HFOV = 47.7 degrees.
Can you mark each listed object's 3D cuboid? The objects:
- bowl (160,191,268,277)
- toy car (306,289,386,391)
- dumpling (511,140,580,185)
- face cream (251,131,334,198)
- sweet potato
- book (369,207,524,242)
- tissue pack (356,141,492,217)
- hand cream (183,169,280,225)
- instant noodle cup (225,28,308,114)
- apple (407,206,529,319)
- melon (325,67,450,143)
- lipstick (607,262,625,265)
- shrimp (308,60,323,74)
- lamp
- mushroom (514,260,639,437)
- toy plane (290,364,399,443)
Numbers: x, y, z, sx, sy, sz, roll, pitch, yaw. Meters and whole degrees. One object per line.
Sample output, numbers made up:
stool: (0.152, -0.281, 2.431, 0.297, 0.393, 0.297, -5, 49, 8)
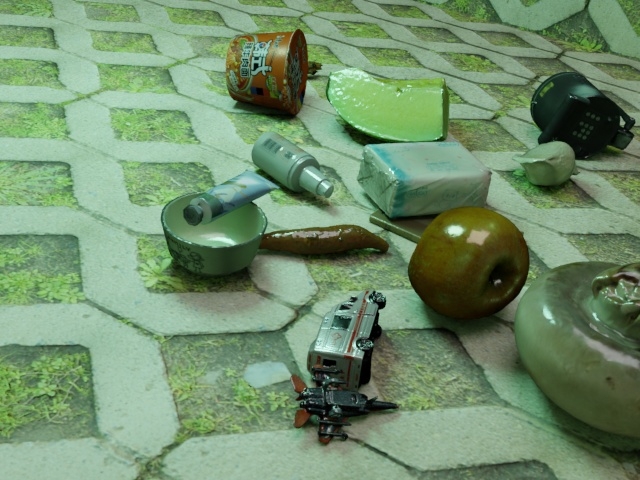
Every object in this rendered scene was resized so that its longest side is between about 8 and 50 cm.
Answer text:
bowl: (-0.215, -0.001, 1.447, 0.211, 0.112, 0.211, 7, 31, -4)
toy car: (0.050, 0.165, 1.280, 0.108, 0.089, 0.210, 10, 35, 11)
dumpling: (0.605, -0.213, 1.976, 0.166, 0.126, 0.215, 16, 33, 40)
face cream: (-0.057, -0.172, 1.763, 0.101, 0.101, 0.251, -21, 44, -38)
sweet potato: (0.000, 0.000, 1.542, 0.314, 0.066, 0.072, -3, -6, -16)
book: (0.298, -0.032, 1.706, 0.310, 0.021, 0.217, 26, 36, 25)
tissue pack: (0.250, -0.153, 1.756, 0.271, 0.124, 0.201, -5, 38, -23)
hand cream: (-0.182, -0.088, 1.452, 0.088, 0.055, 0.256, 27, 31, 19)
instant noodle cup: (-0.158, -0.501, 2.137, 0.192, 0.251, 0.250, 6, 32, 12)
apple: (0.286, 0.042, 1.419, 0.236, 0.237, 0.207, -12, 25, -30)
melon: (0.197, -0.400, 2.088, 0.343, 0.226, 0.331, 2, 43, 14)
lipstick: (0.712, 0.086, 1.600, 0.186, 0.057, 0.063, 16, 33, 20)
shrimp: (-0.134, -0.573, 2.410, 0.287, 0.063, 0.152, -11, 26, -26)
lamp: (0.755, -0.388, 2.195, 0.374, 0.205, 0.272, 8, 33, -34)
mushroom: (0.518, 0.149, 1.225, 0.362, 0.295, 0.362, 5, 34, -3)
toy plane: (0.044, 0.259, 1.155, 0.189, 0.061, 0.130, 3, 56, -15)
